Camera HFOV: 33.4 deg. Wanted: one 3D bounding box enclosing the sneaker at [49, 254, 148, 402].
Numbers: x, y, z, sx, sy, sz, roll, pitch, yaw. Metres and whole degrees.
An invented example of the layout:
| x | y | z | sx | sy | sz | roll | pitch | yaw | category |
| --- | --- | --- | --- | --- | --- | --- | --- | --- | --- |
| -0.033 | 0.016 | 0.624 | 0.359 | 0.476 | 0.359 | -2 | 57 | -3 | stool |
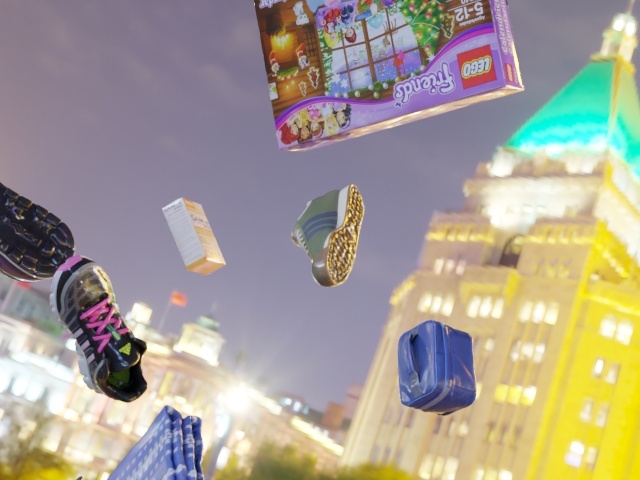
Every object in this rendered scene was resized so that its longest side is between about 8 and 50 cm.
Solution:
| x | y | z | sx | sy | sz | roll | pitch | yaw | category |
| --- | --- | --- | --- | --- | --- | --- | --- | --- | --- |
| -0.204 | 0.090 | 1.024 | 0.075 | 0.063 | 0.170 | 23 | -46 | 38 | sneaker |

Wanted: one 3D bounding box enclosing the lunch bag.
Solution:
| x | y | z | sx | sy | sz | roll | pitch | yaw | category |
| --- | --- | --- | --- | --- | --- | --- | --- | --- | --- |
| 0.120 | 0.131 | 1.136 | 0.065 | 0.098 | 0.067 | 20 | -38 | -31 | lunch bag |

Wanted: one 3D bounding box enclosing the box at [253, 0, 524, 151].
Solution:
| x | y | z | sx | sy | sz | roll | pitch | yaw | category |
| --- | --- | --- | --- | --- | --- | --- | --- | --- | --- |
| 0.068 | -0.230 | 1.198 | 0.293 | 0.201 | 0.057 | -13 | -5 | 32 | box |

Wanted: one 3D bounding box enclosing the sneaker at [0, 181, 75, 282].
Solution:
| x | y | z | sx | sy | sz | roll | pitch | yaw | category |
| --- | --- | --- | --- | --- | --- | --- | --- | --- | --- |
| -0.449 | -0.042 | 1.329 | 0.283 | 0.107 | 0.124 | 46 | -36 | -20 | sneaker |

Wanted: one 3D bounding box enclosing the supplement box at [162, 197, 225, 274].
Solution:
| x | y | z | sx | sy | sz | roll | pitch | yaw | category |
| --- | --- | --- | --- | --- | --- | --- | --- | --- | --- |
| -0.176 | -0.006 | 1.487 | 0.036 | 0.098 | 0.062 | -29 | -16 | 14 | supplement box |

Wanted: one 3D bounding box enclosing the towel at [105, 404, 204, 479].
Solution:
| x | y | z | sx | sy | sz | roll | pitch | yaw | category |
| --- | --- | --- | --- | --- | --- | --- | --- | --- | --- |
| -0.124 | 0.272 | 0.593 | 0.040 | 0.243 | 0.336 | 32 | 15 | -24 | towel |

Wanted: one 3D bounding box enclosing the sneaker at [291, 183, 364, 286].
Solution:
| x | y | z | sx | sy | sz | roll | pitch | yaw | category |
| --- | --- | --- | --- | --- | --- | --- | --- | --- | --- |
| 0.000 | 0.000 | 1.461 | 0.086 | 0.192 | 0.064 | -13 | -55 | 25 | sneaker |

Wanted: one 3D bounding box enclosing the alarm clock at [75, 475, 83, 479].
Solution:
| x | y | z | sx | sy | sz | roll | pitch | yaw | category |
| --- | --- | --- | --- | --- | --- | --- | --- | --- | --- |
| -0.275 | 0.250 | 0.878 | 0.192 | 0.064 | 0.129 | -14 | 11 | -41 | alarm clock |
